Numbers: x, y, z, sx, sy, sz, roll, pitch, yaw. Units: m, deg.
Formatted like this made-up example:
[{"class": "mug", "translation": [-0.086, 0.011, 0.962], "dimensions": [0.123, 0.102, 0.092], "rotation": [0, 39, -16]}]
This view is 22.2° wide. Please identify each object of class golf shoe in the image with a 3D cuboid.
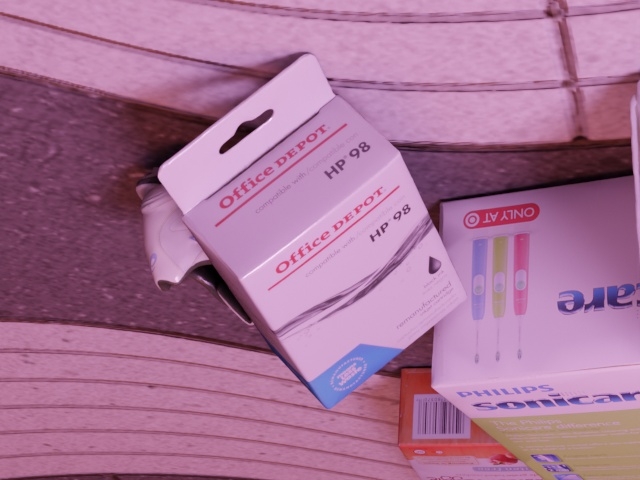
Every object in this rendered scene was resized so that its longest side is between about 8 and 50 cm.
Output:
[{"class": "golf shoe", "translation": [-0.029, 0.015, 0.944], "dimensions": [0.176, 0.086, 0.069], "rotation": [16, 151, -30]}]

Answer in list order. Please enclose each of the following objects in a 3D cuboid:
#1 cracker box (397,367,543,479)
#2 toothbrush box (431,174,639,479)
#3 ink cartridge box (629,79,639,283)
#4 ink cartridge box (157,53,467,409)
[{"class": "cracker box", "translation": [0.159, 0.166, 1.281], "dimensions": [0.156, 0.067, 0.232], "rotation": [-3, 156, 15]}, {"class": "toothbrush box", "translation": [0.216, 0.072, 0.992], "dimensions": [0.206, 0.122, 0.283], "rotation": [-8, 154, 26]}, {"class": "ink cartridge box", "translation": [0.257, -0.019, 0.739], "dimensions": [0.212, 0.154, 0.093], "rotation": [-15, 152, 34]}, {"class": "ink cartridge box", "translation": [0.000, 0.000, 0.849], "dimensions": [0.104, 0.060, 0.180], "rotation": [-39, 143, -6]}]
